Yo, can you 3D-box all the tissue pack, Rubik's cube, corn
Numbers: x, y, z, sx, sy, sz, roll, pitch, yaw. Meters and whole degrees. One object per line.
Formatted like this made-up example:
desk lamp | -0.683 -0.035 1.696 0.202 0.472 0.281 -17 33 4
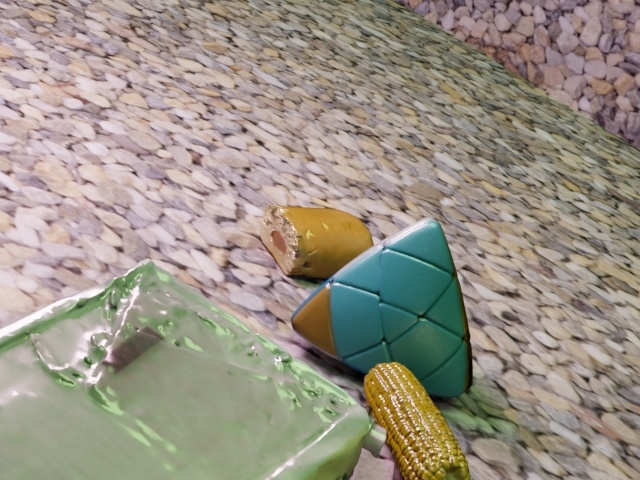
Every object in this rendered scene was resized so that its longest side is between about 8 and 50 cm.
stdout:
tissue pack | -0.181 0.257 0.634 0.205 0.405 0.331 34 31 17
Rubik's cube | 0.081 0.072 1.471 0.254 0.254 0.254 17 25 -8
corn | 0.113 0.230 1.334 0.080 0.080 0.238 8 28 -26

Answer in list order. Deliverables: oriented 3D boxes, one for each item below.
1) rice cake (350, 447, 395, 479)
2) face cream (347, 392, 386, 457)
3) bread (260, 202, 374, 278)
rice cake | 0.031 0.323 1.095 0.056 0.073 0.365 20 22 2
face cream | -0.029 0.190 1.304 0.229 0.075 0.075 24 25 7
bread | 0.000 -0.002 1.706 0.173 0.085 0.134 3 31 -34
